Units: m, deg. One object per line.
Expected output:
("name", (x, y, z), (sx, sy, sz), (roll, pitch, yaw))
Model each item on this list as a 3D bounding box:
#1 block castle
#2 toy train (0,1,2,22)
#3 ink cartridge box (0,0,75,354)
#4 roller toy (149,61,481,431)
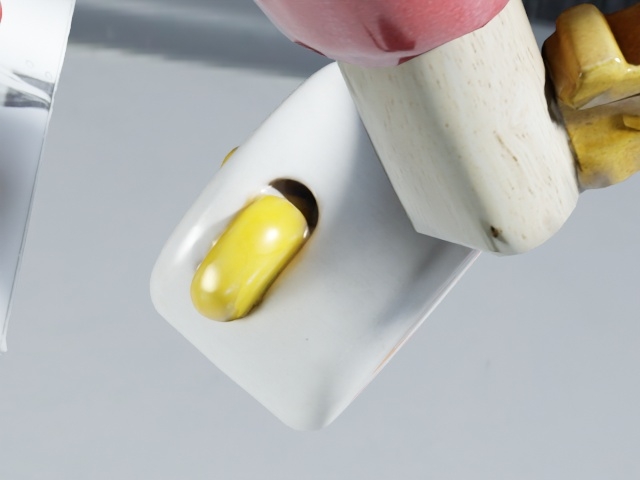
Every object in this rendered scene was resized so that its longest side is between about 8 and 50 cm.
("block castle", (0.081, -0.248, 0.601), (0.303, 0.213, 0.453), (-21, 49, 6))
("toy train", (-0.166, -0.043, 0.608), (0.105, 0.248, 0.143), (25, 49, -19))
("ink cartridge box", (-0.235, -0.099, 0.863), (0.223, 0.129, 0.307), (20, 60, -23))
("roller toy", (0.000, 0.000, 1.111), (0.146, 0.191, 0.209), (40, 63, 6))
